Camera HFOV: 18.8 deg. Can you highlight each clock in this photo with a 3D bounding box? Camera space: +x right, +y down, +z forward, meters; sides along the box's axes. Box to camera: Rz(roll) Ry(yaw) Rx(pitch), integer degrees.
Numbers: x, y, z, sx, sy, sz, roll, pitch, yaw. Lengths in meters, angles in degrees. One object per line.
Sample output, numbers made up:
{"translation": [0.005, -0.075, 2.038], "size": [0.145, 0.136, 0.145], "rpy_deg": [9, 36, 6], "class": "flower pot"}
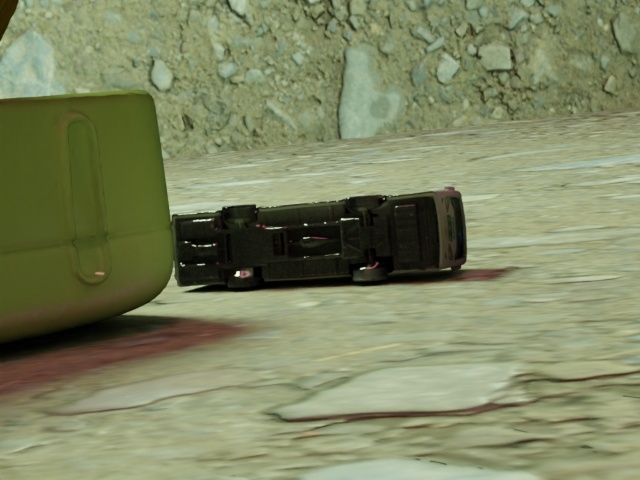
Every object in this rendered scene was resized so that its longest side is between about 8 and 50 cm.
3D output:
{"translation": [-0.228, -0.002, 0.750], "size": [0.308, 0.096, 0.235], "rpy_deg": [-3, 6, 44], "class": "clock"}

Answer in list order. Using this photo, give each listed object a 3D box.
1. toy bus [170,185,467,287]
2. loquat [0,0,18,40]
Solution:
{"translation": [0.000, 0.000, 0.824], "size": [0.131, 0.037, 0.052], "rpy_deg": [-5, 0, 27], "class": "toy bus"}
{"translation": [-0.165, -0.048, 0.300], "size": [0.263, 0.263, 0.263], "rpy_deg": [-6, 5, 0], "class": "loquat"}
